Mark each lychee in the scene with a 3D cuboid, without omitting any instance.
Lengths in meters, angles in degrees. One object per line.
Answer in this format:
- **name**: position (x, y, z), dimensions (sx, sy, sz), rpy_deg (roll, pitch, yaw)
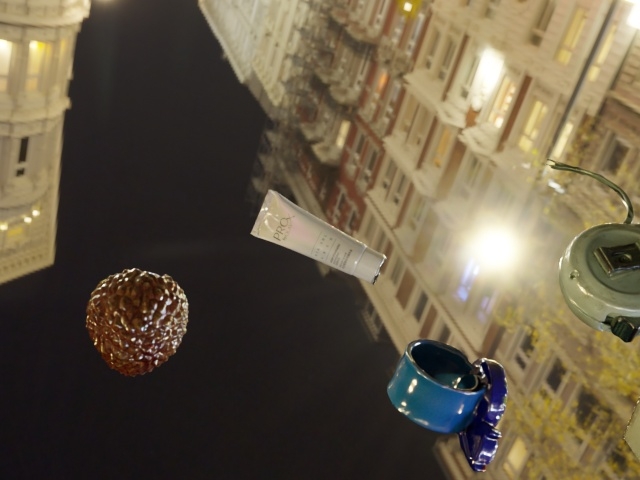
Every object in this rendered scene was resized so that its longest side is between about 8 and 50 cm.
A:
- **lychee**: position (-0.314, 0.144, 1.389), dimensions (0.188, 0.188, 0.188), rpy_deg (15, -155, -7)

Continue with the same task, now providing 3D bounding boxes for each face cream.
- **face cream**: position (0.000, 0.000, 1.435), dimensions (0.244, 0.092, 0.058), rpy_deg (26, -166, 6)

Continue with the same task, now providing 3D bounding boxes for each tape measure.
- **tape measure**: position (0.356, -0.017, 1.058), dimensions (0.164, 0.084, 0.330), rpy_deg (-12, -129, -15)

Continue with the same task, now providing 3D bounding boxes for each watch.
- **watch**: position (0.229, 0.282, 1.475), dimensions (0.200, 0.171, 0.196), rpy_deg (20, -168, -11)

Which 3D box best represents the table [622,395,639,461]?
- **table**: position (0.681, 0.307, 1.517), dimensions (0.111, 0.240, 0.121), rpy_deg (17, -168, 0)
